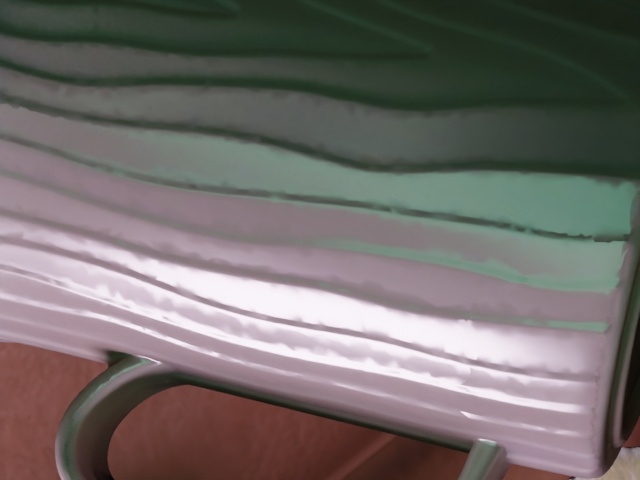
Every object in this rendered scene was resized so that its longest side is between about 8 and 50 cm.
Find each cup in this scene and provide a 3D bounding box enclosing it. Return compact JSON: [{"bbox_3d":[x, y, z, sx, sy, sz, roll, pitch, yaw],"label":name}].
[{"bbox_3d":[0.000,-0.013,0.729,0.273,0.288,0.208,15,140,15],"label":"cup"}]

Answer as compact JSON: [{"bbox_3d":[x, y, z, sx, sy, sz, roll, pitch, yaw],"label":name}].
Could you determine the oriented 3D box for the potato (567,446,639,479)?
[{"bbox_3d":[0.183,0.177,0.773,0.182,0.117,0.202,8,103,59],"label":"potato"}]
